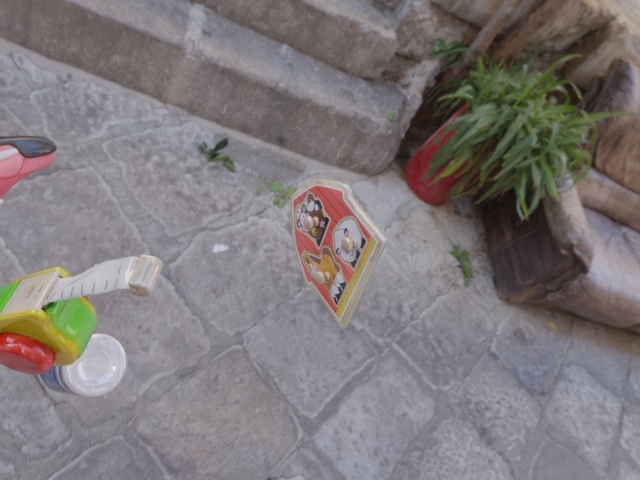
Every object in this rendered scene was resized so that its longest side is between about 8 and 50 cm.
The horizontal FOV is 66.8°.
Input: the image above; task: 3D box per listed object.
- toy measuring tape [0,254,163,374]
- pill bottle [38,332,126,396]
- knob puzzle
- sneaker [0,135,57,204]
[{"bbox_3d":[-0.279,0.088,0.557,0.121,0.329,0.122,35,48,-53],"label":"toy measuring tape"},{"bbox_3d":[-0.394,0.199,0.782,0.094,0.169,0.094,14,71,-46],"label":"pill bottle"},{"bbox_3d":[0.000,0.000,0.685,0.029,0.213,0.213,-12,63,-33],"label":"knob puzzle"},{"bbox_3d":[-0.441,-0.018,0.551,0.313,0.115,0.136,-38,124,-30],"label":"sneaker"}]
